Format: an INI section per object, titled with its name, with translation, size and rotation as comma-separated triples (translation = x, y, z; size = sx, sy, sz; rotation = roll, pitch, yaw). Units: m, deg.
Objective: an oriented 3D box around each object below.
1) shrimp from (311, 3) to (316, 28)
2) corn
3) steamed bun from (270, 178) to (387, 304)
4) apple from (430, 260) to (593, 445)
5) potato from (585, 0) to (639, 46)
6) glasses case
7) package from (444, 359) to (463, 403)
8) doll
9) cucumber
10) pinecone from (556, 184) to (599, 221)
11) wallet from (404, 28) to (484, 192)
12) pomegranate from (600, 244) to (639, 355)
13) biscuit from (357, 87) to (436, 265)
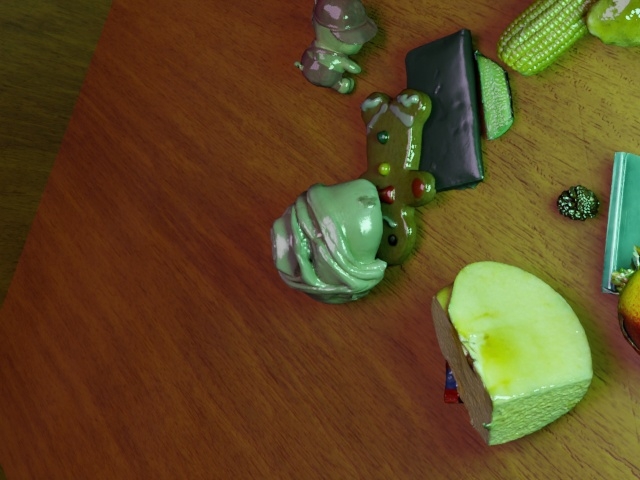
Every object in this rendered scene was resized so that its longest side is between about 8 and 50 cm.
[shrimp]
translation = 0.014, -0.671, 2.246
size = 0.091, 0.034, 0.161
rotation = 46, 116, 40
[corn]
translation = 0.515, -0.483, 1.642
size = 0.344, 0.131, 0.131
rotation = -45, 55, 31
[steamed bun]
translation = 0.001, 0.010, 1.979
size = 0.324, 0.219, 0.310
rotation = -2, 92, 60
[apple]
translation = 0.358, 0.217, 1.612
size = 0.314, 0.252, 0.309
rotation = -46, 43, 28
[potato]
translation = 0.652, -0.508, 1.468
size = 0.369, 0.195, 0.177
rotation = -49, 40, 27
[glasses case]
translation = 0.584, -0.029, 1.532
size = 0.056, 0.105, 0.266
rotation = 5, 87, 27
[package]
translation = 0.313, 0.267, 1.805
size = 0.083, 0.022, 0.201
rotation = -7, 80, 45
[doll]
translation = 0.045, -0.528, 2.112
size = 0.196, 0.152, 0.256
rotation = 27, 122, 12
[cucumber]
translation = 0.399, -0.335, 1.799
size = 0.070, 0.046, 0.220
rotation = -18, 73, 40
[pinecone]
translation = 0.519, -0.073, 1.616
size = 0.083, 0.077, 0.077
rotation = -31, 61, 58
[wallet]
translation = 0.291, -0.297, 1.894
size = 0.197, 0.051, 0.378
rotation = -13, 77, 44
[pomegranate]
translation = 0.615, 0.114, 1.391
size = 0.235, 0.210, 0.210
rotation = 45, 116, 30
[biscuit]
translation = 0.169, -0.154, 1.949
size = 0.283, 0.064, 0.433
rotation = 6, 94, 56
